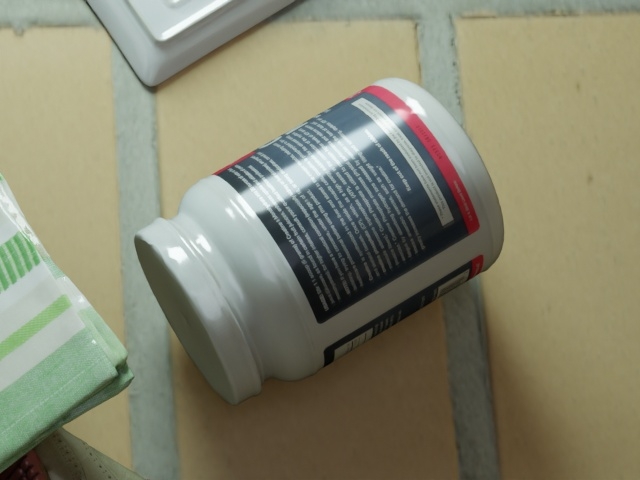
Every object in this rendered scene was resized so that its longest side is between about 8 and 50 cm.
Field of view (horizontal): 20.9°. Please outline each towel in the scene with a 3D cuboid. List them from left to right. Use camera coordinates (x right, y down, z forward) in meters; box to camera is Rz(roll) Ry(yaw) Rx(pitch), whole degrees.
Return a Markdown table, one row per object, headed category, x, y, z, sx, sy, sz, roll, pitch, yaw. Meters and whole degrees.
| category | x | y | z | sx | sy | sz | roll | pitch | yaw |
| --- | --- | --- | --- | --- | --- | --- | --- | --- | --- |
| towel | -0.332 | 0.055 | 1.423 | 0.248 | 0.038 | 0.325 | -36 | 69 | -2 |

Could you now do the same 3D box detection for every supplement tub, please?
| category | x | y | z | sx | sy | sz | roll | pitch | yaw |
| --- | --- | --- | --- | --- | --- | --- | --- | --- | --- |
| supplement tub | 0.000 | 0.000 | 1.475 | 0.272 | 0.191 | 0.191 | -30 | 84 | -14 |

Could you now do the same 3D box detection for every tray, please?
| category | x | y | z | sx | sy | sz | roll | pitch | yaw |
| --- | --- | --- | --- | --- | --- | --- | --- | --- | --- |
| tray | -0.086 | -0.268 | 1.603 | 0.270 | 0.030 | 0.145 | -33 | 86 | -14 |

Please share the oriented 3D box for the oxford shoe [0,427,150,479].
| category | x | y | z | sx | sy | sz | roll | pitch | yaw |
| --- | --- | --- | --- | --- | --- | --- | --- | --- | --- |
| oxford shoe | -0.202 | 0.226 | 1.455 | 0.130 | 0.123 | 0.348 | -27 | 76 | -45 |
